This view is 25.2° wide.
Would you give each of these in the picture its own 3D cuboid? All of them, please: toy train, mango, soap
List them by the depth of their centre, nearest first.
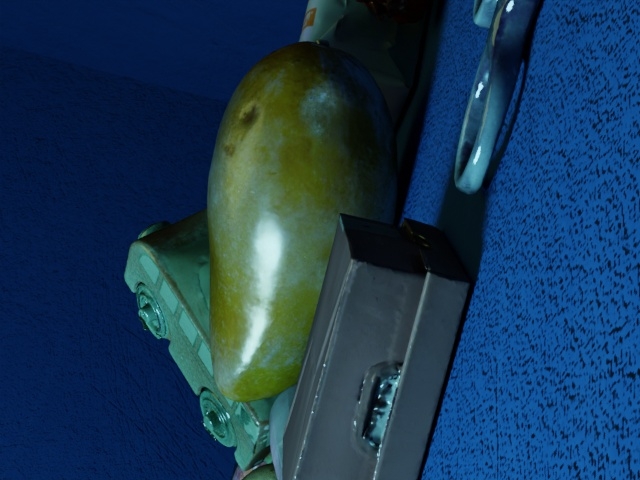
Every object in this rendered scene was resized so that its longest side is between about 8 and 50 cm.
[{"bbox_3d":[-0.026,-0.017,1.478,0.221,0.198,0.384,-141,64,-87],"label":"mango"},{"bbox_3d":[-0.110,0.101,1.637,0.326,0.129,0.159,56,151,18],"label":"toy train"},{"bbox_3d":[0.042,-0.225,1.700,0.199,0.138,0.182,110,174,-64],"label":"soap"}]

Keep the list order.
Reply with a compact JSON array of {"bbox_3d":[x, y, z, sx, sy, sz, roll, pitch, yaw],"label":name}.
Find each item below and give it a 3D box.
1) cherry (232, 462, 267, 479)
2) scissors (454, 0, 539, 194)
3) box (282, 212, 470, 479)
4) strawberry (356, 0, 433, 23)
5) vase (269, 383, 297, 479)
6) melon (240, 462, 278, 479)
[{"bbox_3d":[-0.065,0.333,1.701,0.107,0.090,0.226,-84,-1,-71],"label":"cherry"},{"bbox_3d":[0.153,-0.234,0.946,0.383,0.029,0.256,105,177,-48],"label":"scissors"},{"bbox_3d":[0.034,0.099,1.070,0.215,0.086,0.215,-94,18,-80],"label":"box"},{"bbox_3d":[0.073,-0.333,1.543,0.187,0.184,0.202,160,95,-80],"label":"strawberry"},{"bbox_3d":[-0.003,0.218,1.274,0.214,0.086,0.086,-93,17,-61],"label":"vase"},{"bbox_3d":[-0.050,0.286,1.516,0.131,0.098,0.098,110,172,-61],"label":"melon"}]
